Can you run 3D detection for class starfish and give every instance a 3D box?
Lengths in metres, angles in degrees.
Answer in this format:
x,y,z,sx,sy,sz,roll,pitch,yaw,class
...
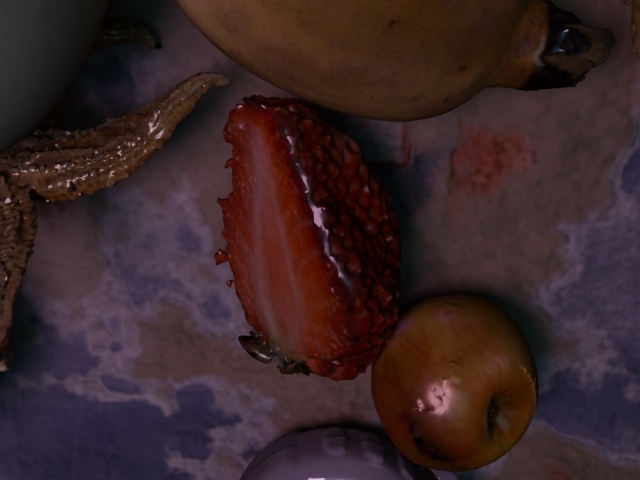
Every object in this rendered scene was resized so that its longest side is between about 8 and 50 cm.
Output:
x,y,z,sx,sy,sz,roll,pitch,yaw,class
-0.225,-0.039,0.489,0.299,0.302,0.060,5,153,8,starfish

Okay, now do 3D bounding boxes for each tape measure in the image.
x,y,z,sx,sy,sz,roll,pitch,yaw,class
0.010,0.273,0.647,0.197,0.120,0.236,37,103,-10,tape measure

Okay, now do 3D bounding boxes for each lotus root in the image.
x,y,z,sx,sy,sz,roll,pitch,yaw,class
0.048,-0.168,0.458,0.310,0.183,0.183,22,110,-13,lotus root

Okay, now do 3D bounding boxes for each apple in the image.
x,y,z,sx,sy,sz,roll,pitch,yaw,class
0.110,0.121,0.574,0.146,0.146,0.146,0,111,1,apple

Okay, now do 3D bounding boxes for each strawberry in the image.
x,y,z,sx,sy,sz,roll,pitch,yaw,class
0.005,0.004,0.544,0.175,0.106,0.236,45,141,24,strawberry

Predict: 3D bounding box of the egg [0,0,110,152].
x,y,z,sx,sy,sz,roll,pitch,yaw,class
-0.247,-0.228,0.374,0.276,0.276,0.389,-3,100,2,egg

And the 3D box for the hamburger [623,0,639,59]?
x,y,z,sx,sy,sz,roll,pitch,yaw,class
0.349,-0.186,0.437,0.285,0.134,0.265,15,107,12,hamburger
